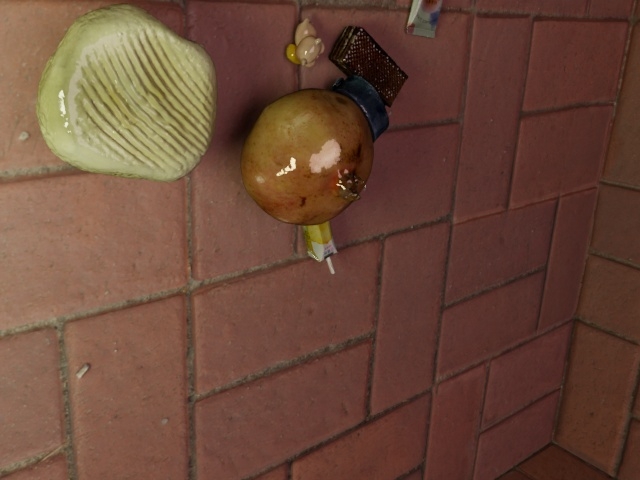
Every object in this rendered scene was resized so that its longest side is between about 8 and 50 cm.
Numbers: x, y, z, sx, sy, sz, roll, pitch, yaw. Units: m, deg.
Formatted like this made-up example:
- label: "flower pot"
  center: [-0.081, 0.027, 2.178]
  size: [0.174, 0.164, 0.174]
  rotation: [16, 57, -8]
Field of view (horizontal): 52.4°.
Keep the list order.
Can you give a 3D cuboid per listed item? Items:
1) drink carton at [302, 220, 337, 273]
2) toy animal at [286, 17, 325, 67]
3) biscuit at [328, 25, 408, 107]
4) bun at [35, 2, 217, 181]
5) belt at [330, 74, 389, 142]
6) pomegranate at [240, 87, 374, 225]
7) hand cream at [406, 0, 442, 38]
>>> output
- label: "drink carton"
  center: [0.000, 0.000, 1.819]
  size: [0.084, 0.074, 0.200]
  rotation: [-30, 125, -28]
- label: "toy animal"
  center: [-0.022, -0.480, 1.606]
  size: [0.091, 0.082, 0.114]
  rotation: [22, 91, -45]
- label: "biscuit"
  center: [0.134, -0.464, 1.758]
  size: [0.252, 0.070, 0.106]
  rotation: [33, 85, -44]
- label: "bun"
  center: [-0.380, -0.276, 1.271]
  size: [0.352, 0.227, 0.349]
  rotation: [-49, 131, -19]
- label: "belt"
  center: [0.100, -0.345, 1.725]
  size: [0.082, 0.141, 0.190]
  rotation: [-47, 130, -20]
- label: "pomegranate"
  center: [-0.018, -0.192, 1.560]
  size: [0.338, 0.338, 0.339]
  rotation: [-17, 117, -36]
- label: "hand cream"
  center: [0.321, -0.746, 1.819]
  size: [0.124, 0.077, 0.341]
  rotation: [-7, 115, -40]
